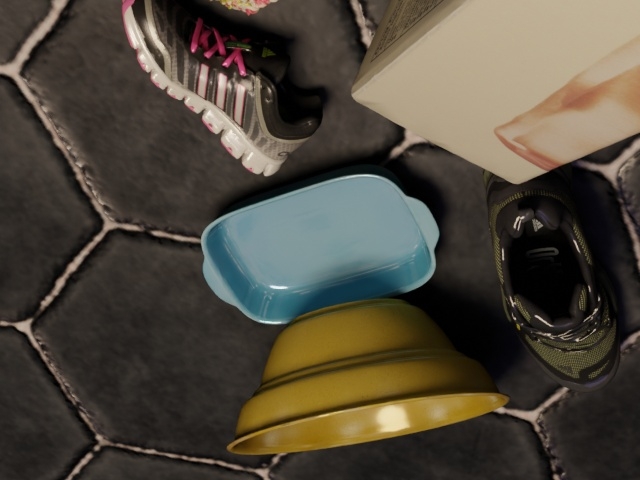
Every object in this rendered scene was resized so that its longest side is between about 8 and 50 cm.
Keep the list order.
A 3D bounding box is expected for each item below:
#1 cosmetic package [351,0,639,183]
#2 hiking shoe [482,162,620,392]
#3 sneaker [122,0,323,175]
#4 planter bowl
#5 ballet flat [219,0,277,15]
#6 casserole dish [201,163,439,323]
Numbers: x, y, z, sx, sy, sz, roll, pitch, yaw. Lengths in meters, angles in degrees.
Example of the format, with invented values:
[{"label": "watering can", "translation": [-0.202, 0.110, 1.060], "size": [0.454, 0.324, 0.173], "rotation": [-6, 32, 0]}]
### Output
[{"label": "cosmetic package", "translation": [0.141, -0.143, 0.667], "size": [0.129, 0.153, 0.296], "rotation": [28, 166, -11]}, {"label": "hiking shoe", "translation": [0.162, 0.041, 0.922], "size": [0.086, 0.114, 0.227], "rotation": [-13, 124, 20]}, {"label": "sneaker", "translation": [-0.060, -0.118, 0.872], "size": [0.074, 0.063, 0.170], "rotation": [-28, 123, 28]}, {"label": "planter bowl", "translation": [0.030, 0.099, 0.981], "size": [0.217, 0.090, 0.217], "rotation": [-9, 165, -2]}, {"label": "ballet flat", "translation": [0.011, -0.184, 0.766], "size": [0.241, 0.091, 0.077], "rotation": [2, 156, 47]}, {"label": "casserole dish", "translation": [0.000, 0.000, 0.969], "size": [0.188, 0.037, 0.114], "rotation": [-16, 123, 22]}]
